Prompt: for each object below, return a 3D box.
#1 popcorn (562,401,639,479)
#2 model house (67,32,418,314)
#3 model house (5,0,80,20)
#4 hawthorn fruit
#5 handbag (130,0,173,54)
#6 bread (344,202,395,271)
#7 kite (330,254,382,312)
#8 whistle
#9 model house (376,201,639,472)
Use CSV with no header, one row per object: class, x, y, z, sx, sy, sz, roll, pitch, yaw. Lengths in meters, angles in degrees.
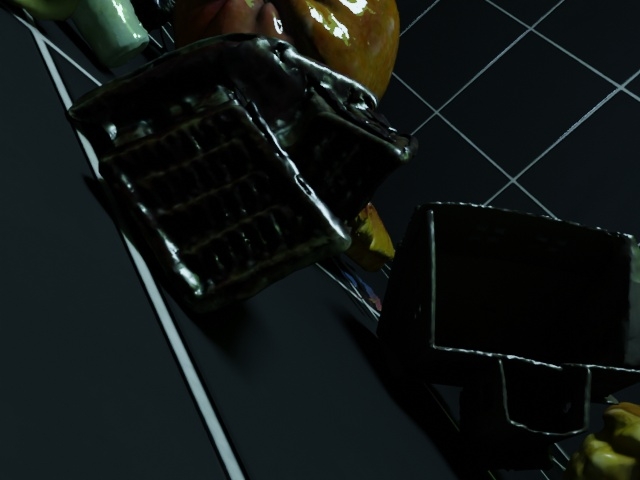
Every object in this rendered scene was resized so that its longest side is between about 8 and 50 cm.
popcorn,0.367,0.279,0.694,0.332,0.265,0.225,98,-13,-44
model house,-0.027,-0.038,0.365,0.106,0.165,0.152,65,-4,-38
model house,-0.203,-0.288,0.415,0.234,0.193,0.175,47,7,10
hawthorn fruit,-0.037,-0.219,0.881,0.277,0.277,0.298,51,-15,24
handbag,-0.209,-0.277,0.873,0.139,0.072,0.115,59,1,2
bread,0.019,-0.039,0.814,0.139,0.077,0.271,51,4,23
kite,-0.001,0.001,0.840,0.245,0.015,0.141,48,6,28
whistle,-0.220,-0.254,0.544,0.126,0.067,0.258,-23,-80,52
model house,0.162,0.112,0.669,0.243,0.211,0.204,106,-9,-65
